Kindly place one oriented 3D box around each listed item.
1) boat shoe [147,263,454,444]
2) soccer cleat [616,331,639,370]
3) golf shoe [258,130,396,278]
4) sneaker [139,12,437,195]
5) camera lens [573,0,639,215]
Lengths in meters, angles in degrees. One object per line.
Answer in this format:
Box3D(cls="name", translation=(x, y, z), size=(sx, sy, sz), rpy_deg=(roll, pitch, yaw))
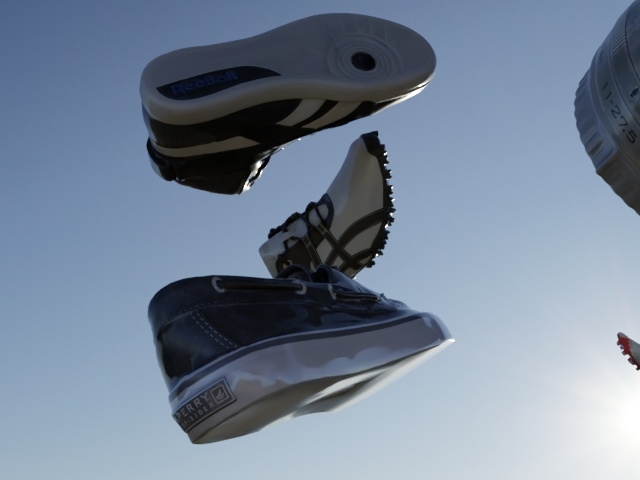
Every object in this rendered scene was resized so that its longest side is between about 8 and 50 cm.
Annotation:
Box3D(cls="boat shoe", translation=(-0.004, 0.046, 0.440), size=(0.080, 0.076, 0.228), rpy_deg=(-38, -19, 27))
Box3D(cls="soccer cleat", translation=(0.324, 0.117, 0.837), size=(0.035, 0.083, 0.029), rpy_deg=(-41, -42, 9))
Box3D(cls="golf shoe", translation=(0.000, 0.000, 0.709), size=(0.094, 0.077, 0.198), rpy_deg=(8, -62, -17))
Box3D(cls="sneaker", translation=(-0.026, -0.097, 0.645), size=(0.217, 0.079, 0.121), rpy_deg=(-10, -31, -15))
Box3D(cls="camera lens", translation=(0.353, -0.147, 0.641), size=(0.219, 0.219, 0.274), rpy_deg=(5, -32, -21))
